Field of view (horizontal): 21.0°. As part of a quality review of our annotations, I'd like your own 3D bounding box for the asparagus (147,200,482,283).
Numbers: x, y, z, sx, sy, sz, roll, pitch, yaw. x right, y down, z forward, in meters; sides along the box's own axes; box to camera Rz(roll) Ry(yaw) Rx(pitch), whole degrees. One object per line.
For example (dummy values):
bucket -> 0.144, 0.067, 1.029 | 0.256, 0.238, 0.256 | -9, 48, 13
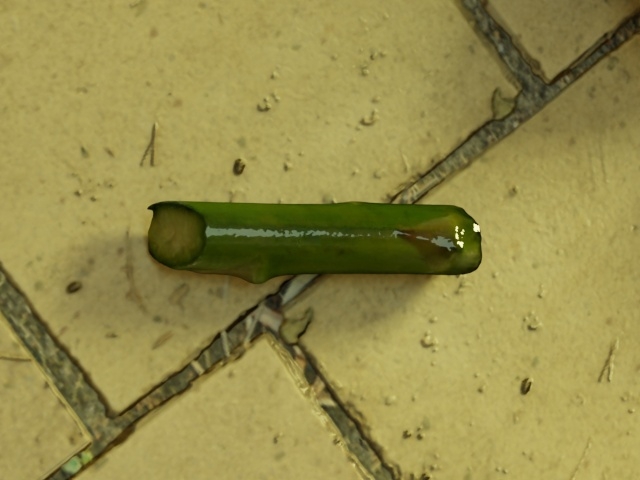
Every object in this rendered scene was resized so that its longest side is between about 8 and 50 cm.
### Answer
asparagus -> 0.001, -0.001, 1.365 | 0.277, 0.060, 0.067 | -1, 65, -25
